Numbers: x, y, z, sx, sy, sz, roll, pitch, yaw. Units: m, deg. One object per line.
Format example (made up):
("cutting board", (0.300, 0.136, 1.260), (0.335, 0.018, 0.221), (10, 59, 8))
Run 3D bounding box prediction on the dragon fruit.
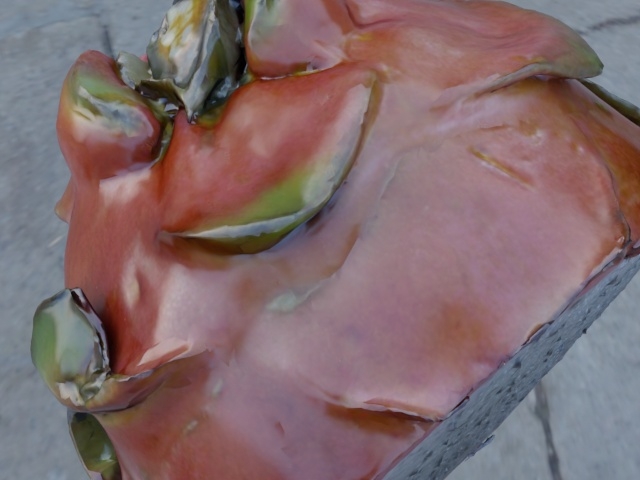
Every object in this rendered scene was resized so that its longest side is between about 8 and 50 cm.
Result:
("dragon fruit", (0.000, 0.000, 0.724), (0.226, 0.305, 0.305), (44, 100, 11))
